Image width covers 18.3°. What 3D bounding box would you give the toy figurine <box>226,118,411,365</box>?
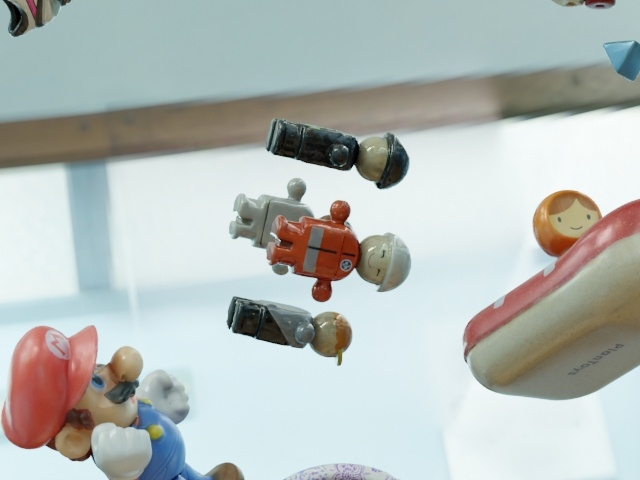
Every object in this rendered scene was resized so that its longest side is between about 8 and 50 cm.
[{"bbox_3d":[0.000,0.000,2.029,0.148,0.213,0.209,11,-42,-16],"label":"toy figurine"}]

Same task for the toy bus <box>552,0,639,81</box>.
[{"bbox_3d":[0.256,-0.252,1.597,0.202,0.191,0.104,-51,-33,14],"label":"toy bus"}]

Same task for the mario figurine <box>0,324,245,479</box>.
[{"bbox_3d":[-0.170,0.183,1.958,0.198,0.170,0.320,1,-35,50],"label":"mario figurine"}]

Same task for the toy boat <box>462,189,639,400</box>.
[{"bbox_3d":[0.215,0.026,1.632,0.151,0.151,0.231,10,-34,-38],"label":"toy boat"}]

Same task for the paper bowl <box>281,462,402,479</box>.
[{"bbox_3d":[0.029,0.434,2.521,0.284,0.284,0.148,-10,-21,0],"label":"paper bowl"}]

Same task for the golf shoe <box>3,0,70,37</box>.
[{"bbox_3d":[-0.304,-0.268,1.858,0.086,0.067,0.186,-44,-52,-8],"label":"golf shoe"}]
